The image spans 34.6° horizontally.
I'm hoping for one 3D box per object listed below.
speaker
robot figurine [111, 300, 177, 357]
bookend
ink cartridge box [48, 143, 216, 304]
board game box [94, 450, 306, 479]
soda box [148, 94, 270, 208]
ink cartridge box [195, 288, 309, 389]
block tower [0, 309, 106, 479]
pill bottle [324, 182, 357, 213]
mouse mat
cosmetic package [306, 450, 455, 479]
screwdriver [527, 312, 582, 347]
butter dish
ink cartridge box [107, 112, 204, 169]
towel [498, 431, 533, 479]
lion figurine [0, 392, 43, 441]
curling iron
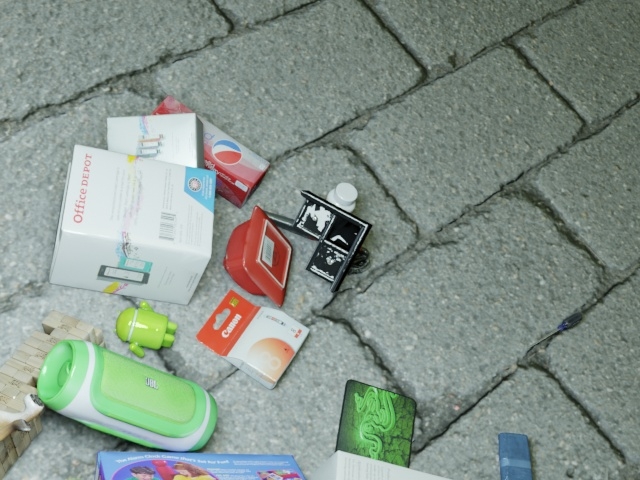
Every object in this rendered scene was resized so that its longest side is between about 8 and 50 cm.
[{"bbox_3d":[-0.320,0.265,1.727,0.296,0.131,0.131,29,46,-37],"label":"speaker"},{"bbox_3d":[-0.325,0.162,1.896,0.115,0.067,0.101,15,62,-12],"label":"robot figurine"},{"bbox_3d":[0.000,0.000,2.095,0.157,0.072,0.156,29,96,8],"label":"bookend"},{"bbox_3d":[-0.354,-0.026,1.927,0.270,0.197,0.198,11,55,-16],"label":"ink cartridge box"},{"bbox_3d":[-0.183,0.435,1.681,0.347,0.078,0.233,5,15,-19],"label":"board game box"},{"bbox_3d":[-0.243,-0.186,2.154,0.263,0.083,0.092,34,52,1],"label":"soda box"},{"bbox_3d":[-0.129,0.180,1.981,0.179,0.045,0.145,35,51,0],"label":"ink cartridge box"},{"bbox_3d":[-0.499,0.261,1.728,0.097,0.091,0.335,19,49,17],"label":"block tower"},{"bbox_3d":[0.036,-0.071,2.170,0.065,0.116,0.065,11,54,-15],"label":"pill bottle"},{"bbox_3d":[0.107,0.368,1.977,0.152,0.007,0.190,18,52,-10],"label":"mouse mat"},{"bbox_3d":[0.160,0.519,1.789,0.365,0.155,0.197,19,51,-16],"label":"cosmetic package"},{"bbox_3d":[0.513,0.202,2.254,0.170,0.025,0.024,-27,72,-25],"label":"screwdriver"},{"bbox_3d":[-0.139,0.038,2.034,0.160,0.118,0.160,52,37,-43],"label":"butter dish"},{"bbox_3d":[-0.324,-0.178,2.032,0.176,0.128,0.127,-2,88,1],"label":"ink cartridge box"},{"bbox_3d":[0.384,0.440,2.028,0.067,0.029,0.119,12,55,-15],"label":"towel"},{"bbox_3d":[-0.614,0.226,1.605,0.240,0.142,0.392,-44,57,2],"label":"lion figurine"},{"bbox_3d":[-0.017,-0.006,2.157,0.274,0.035,0.068,27,52,-4],"label":"curling iron"}]
